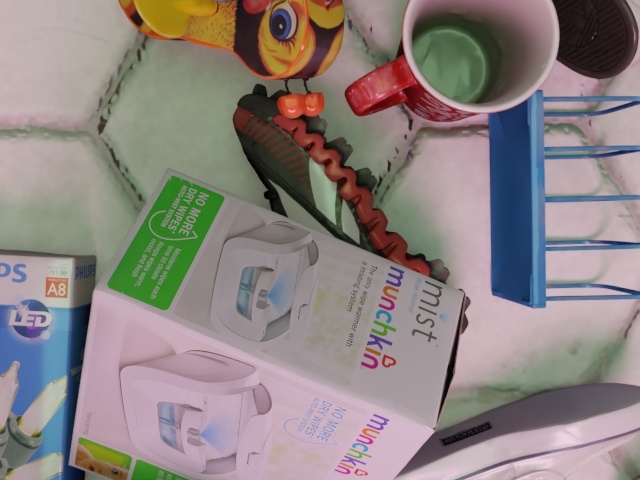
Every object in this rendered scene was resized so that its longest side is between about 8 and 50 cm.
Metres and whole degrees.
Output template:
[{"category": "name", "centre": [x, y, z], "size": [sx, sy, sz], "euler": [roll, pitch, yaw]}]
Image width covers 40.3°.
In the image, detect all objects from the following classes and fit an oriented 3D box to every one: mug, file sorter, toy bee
[{"category": "mug", "centre": [0.095, -0.151, 0.705], "size": [0.150, 0.169, 0.113], "euler": [2, 92, -1]}, {"category": "file sorter", "centre": [0.208, -0.035, 0.739], "size": [0.104, 0.118, 0.170], "euler": [-2, 92, -5]}, {"category": "toy bee", "centre": [-0.053, -0.176, 0.675], "size": [0.195, 0.298, 0.162], "euler": [-7, 102, -32]}]

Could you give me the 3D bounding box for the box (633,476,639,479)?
[{"category": "box", "centre": [0.336, 0.235, 0.737], "size": [0.126, 0.137, 0.072], "euler": [-29, 93, 0]}]

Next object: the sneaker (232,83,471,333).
[{"category": "sneaker", "centre": [0.000, 0.000, 0.742], "size": [0.135, 0.097, 0.276], "euler": [-38, 94, -2]}]

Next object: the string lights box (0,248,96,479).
[{"category": "string lights box", "centre": [-0.272, 0.138, 0.751], "size": [0.133, 0.077, 0.260], "euler": [3, 91, 0]}]

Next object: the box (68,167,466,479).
[{"category": "box", "centre": [-0.051, 0.107, 0.663], "size": [0.231, 0.262, 0.127], "euler": [24, 49, -2]}]

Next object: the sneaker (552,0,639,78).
[{"category": "sneaker", "centre": [0.212, -0.272, 0.731], "size": [0.178, 0.124, 0.295], "euler": [-25, 66, -26]}]

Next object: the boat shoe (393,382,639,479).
[{"category": "boat shoe", "centre": [0.168, 0.197, 0.764], "size": [0.258, 0.095, 0.084], "euler": [-20, 96, 10]}]
